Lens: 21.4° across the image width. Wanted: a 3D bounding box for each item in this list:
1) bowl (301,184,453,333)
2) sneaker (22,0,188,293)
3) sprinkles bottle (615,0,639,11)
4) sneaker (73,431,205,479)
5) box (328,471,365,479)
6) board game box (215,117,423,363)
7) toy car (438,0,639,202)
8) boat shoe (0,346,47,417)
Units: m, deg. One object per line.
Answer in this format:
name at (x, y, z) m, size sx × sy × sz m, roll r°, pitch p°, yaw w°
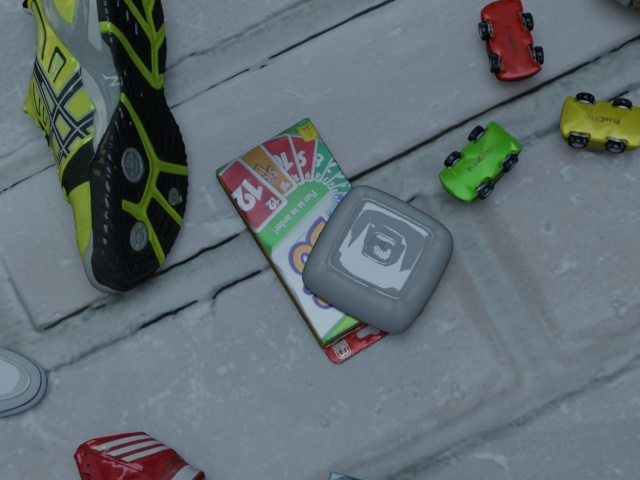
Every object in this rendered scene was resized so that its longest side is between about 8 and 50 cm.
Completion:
bowl at (0.065, 0.014, 1.843) m, size 0.142 × 0.053 × 0.142 m, roll 28°, pitch 74°, yaw 6°
sneaker at (-0.249, -0.126, 1.898) m, size 0.147 × 0.145 × 0.384 m, roll -11°, pitch 75°, yaw 30°
sprinkles bottle at (0.486, -0.245, 1.904) m, size 0.355 × 0.121 × 0.121 m, roll 34°, pitch 78°, yaw 10°
sneaker at (-0.237, 0.297, 1.799) m, size 0.128 × 0.087 × 0.221 m, roll 37°, pitch 66°, yaw 19°
box at (0.114, 0.304, 1.632) m, size 0.244 × 0.060 × 0.100 m, roll 15°, pitch 76°, yaw 6°
board game box at (0.000, 0.000, 1.892) m, size 0.124 × 0.039 × 0.259 m, roll -31°, pitch 79°, yaw -7°
toy car at (0.219, -0.128, 1.912) m, size 0.239 × 0.053 × 0.225 m, roll 42°, pitch 80°, yaw 12°
boat shoe at (-0.413, 0.145, 1.836) m, size 0.226 × 0.076 × 0.083 m, roll 4°, pitch 75°, yaw 2°
